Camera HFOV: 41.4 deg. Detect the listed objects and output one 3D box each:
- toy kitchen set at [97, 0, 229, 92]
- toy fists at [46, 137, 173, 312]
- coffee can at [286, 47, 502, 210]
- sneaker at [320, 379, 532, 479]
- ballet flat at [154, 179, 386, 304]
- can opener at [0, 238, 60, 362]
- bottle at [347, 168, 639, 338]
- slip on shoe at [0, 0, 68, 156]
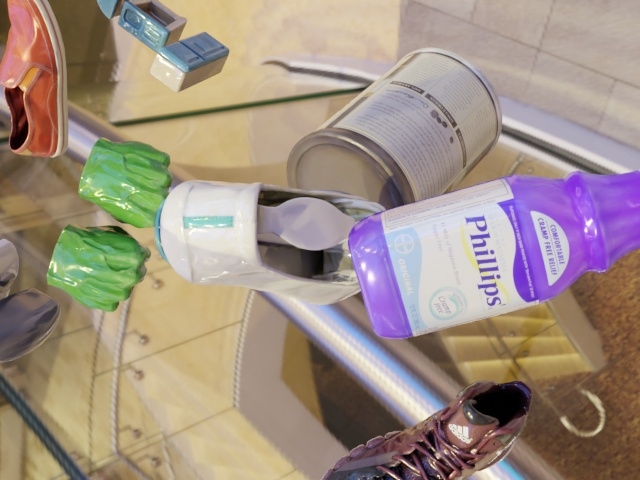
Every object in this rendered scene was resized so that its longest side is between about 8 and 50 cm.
[{"bbox_3d":[-0.221,-0.345,1.191,0.207,0.122,0.166,36,125,6],"label":"toy kitchen set"},{"bbox_3d":[-0.324,-0.024,1.366,0.142,0.096,0.279,20,88,6],"label":"toy fists"},{"bbox_3d":[0.112,-0.131,1.226,0.201,0.275,0.201,26,138,25],"label":"coffee can"},{"bbox_3d":[0.106,0.218,0.868,0.106,0.281,0.162,51,156,19],"label":"sneaker"},{"bbox_3d":[0.000,0.000,0.916,0.139,0.400,0.139,-2,86,33],"label":"ballet flat"},{"bbox_3d":[-0.308,0.084,0.626,0.093,0.280,0.074,27,123,15],"label":"can opener"},{"bbox_3d":[0.172,0.003,0.762,0.282,0.092,0.118,-15,104,7],"label":"bottle"},{"bbox_3d":[-0.518,-0.302,1.500,0.123,0.101,0.331,27,124,42],"label":"slip on shoe"}]
